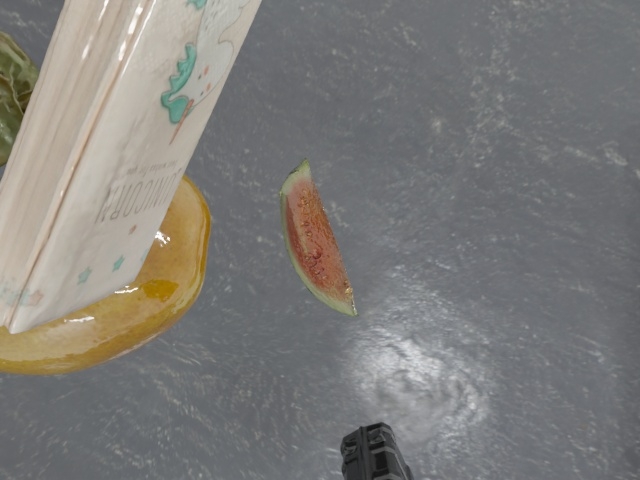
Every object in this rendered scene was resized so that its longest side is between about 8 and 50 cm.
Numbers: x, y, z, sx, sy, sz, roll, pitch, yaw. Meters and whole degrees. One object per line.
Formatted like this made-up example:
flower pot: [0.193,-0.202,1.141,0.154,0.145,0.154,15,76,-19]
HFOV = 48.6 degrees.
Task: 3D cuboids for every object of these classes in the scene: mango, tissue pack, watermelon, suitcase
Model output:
mango: [-0.314,0.030,0.857,0.378,0.221,0.263,-16,106,-7]
tissue pack: [-0.140,-0.097,0.521,0.071,0.170,0.325,31,109,6]
watermelon: [-0.005,0.001,1.070,0.063,0.119,0.245,-16,89,-22]
suitcase: [0.084,0.319,0.698,0.066,0.285,0.206,-23,95,4]

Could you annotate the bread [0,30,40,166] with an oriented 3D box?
bread: [-0.345,-0.097,0.588,0.232,0.088,0.128,-24,81,1]
